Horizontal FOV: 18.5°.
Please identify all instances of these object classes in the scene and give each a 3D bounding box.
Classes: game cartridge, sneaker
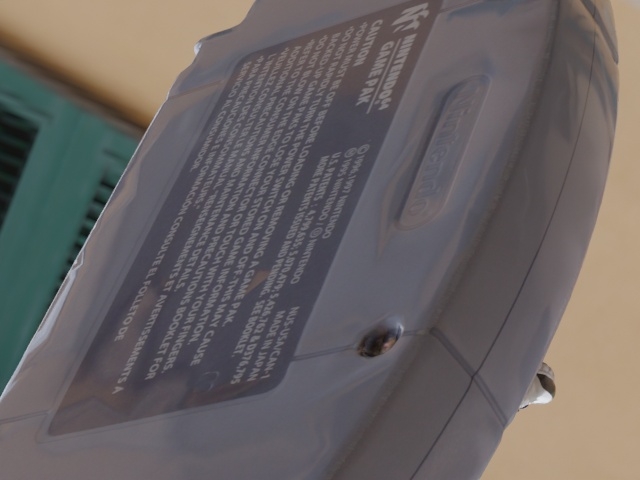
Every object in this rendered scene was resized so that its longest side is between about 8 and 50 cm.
[{"bbox_3d":[0.000,0.000,0.677,0.060,0.196,0.294,50,-138,-27],"label":"game cartridge"},{"bbox_3d":[0.099,0.087,1.122,0.109,0.040,0.043,14,-112,-50],"label":"sneaker"}]
